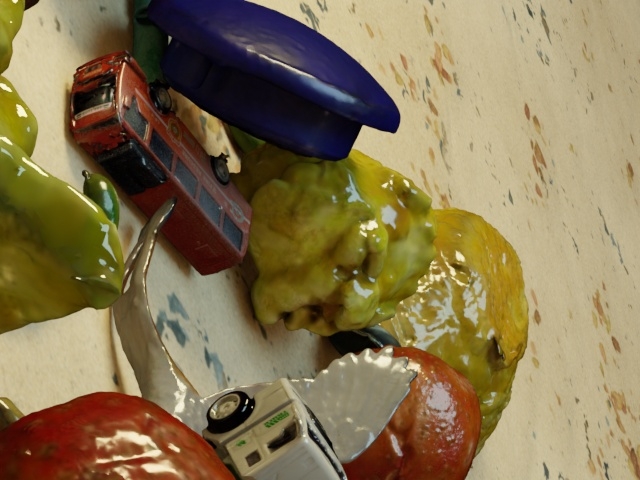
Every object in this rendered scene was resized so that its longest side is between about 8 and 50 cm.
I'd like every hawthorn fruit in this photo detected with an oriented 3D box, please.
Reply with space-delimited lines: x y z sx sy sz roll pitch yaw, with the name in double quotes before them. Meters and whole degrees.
"hawthorn fruit" 0.072 0.210 1.983 0.179 0.179 0.200 38 54 -54
"hawthorn fruit" -0.146 0.229 1.313 0.258 0.258 0.262 47 26 -45

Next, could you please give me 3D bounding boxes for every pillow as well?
"pillow" 0.050 0.112 2.109 0.091 0.055 0.135 22 10 -34

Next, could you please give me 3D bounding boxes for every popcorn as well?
"popcorn" 0.000 0.000 1.992 0.226 0.200 0.203 31 85 -55
"popcorn" -0.285 -0.067 1.147 0.326 0.321 0.290 69 11 -64

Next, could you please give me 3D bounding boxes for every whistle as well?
"whistle" -0.167 -0.183 1.921 0.039 0.039 0.186 47 32 -45

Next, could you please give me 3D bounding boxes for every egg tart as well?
"egg tart" 0.154 0.098 2.303 0.351 0.153 0.339 23 52 -62

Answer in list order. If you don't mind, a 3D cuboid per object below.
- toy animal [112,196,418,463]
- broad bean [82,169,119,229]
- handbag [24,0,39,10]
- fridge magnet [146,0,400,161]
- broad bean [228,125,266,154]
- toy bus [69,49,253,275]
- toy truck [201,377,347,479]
"toy animal" -0.114 0.127 1.665 0.284 0.225 0.302 50 34 0
"broad bean" -0.212 0.003 1.631 0.070 0.048 0.213 64 21 -16
"handbag" -0.312 -0.203 1.438 0.135 0.146 0.225 67 19 1
"fridge magnet" -0.047 -0.158 1.870 0.265 0.113 0.265 25 9 -4
"broad bean" -0.029 -0.073 2.144 0.254 0.046 0.065 43 21 -48
"toy bus" -0.146 -0.069 1.823 0.235 0.073 0.096 49 30 -39
"toy truck" -0.097 0.213 1.487 0.101 0.242 0.125 57 -1 -27
